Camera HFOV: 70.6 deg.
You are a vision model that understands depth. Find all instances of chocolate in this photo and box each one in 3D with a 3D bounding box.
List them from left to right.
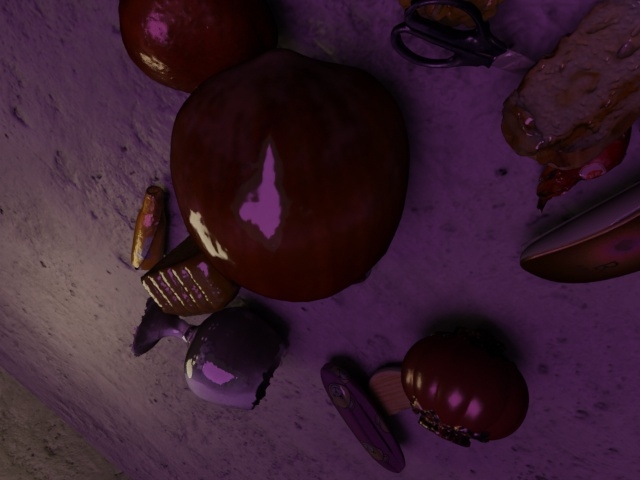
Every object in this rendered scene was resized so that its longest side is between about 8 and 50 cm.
[{"bbox_3d":[-0.404,-0.030,1.066,0.085,0.086,0.220,27,126,10],"label":"chocolate"}]

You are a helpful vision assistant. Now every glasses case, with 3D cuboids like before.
[{"bbox_3d":[0.100,0.419,1.066,0.317,0.075,0.123,58,162,-15],"label":"glasses case"}]

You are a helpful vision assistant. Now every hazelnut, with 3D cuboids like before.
[{"bbox_3d":[-0.040,-0.085,0.680,0.365,0.366,0.366,13,125,20],"label":"hazelnut"}]

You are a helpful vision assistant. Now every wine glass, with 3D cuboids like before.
[{"bbox_3d":[-0.254,0.250,1.067,0.322,0.238,0.238,27,128,8],"label":"wine glass"}]

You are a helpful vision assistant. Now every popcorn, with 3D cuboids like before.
[{"bbox_3d":[0.163,-0.329,0.559,0.145,0.126,0.126,36,111,25],"label":"popcorn"}]

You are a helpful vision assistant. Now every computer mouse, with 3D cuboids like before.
[{"bbox_3d":[0.430,-0.016,0.615,0.158,0.072,0.310,21,137,-33],"label":"computer mouse"}]

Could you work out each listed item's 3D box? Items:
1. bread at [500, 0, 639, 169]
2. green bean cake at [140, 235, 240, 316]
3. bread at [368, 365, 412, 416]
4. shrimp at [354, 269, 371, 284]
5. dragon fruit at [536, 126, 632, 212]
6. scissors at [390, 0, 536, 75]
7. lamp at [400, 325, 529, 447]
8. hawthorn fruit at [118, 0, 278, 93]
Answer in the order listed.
[{"bbox_3d":[0.317,-0.180,0.526,0.232,0.088,0.128,-43,71,0],"label":"bread"},{"bbox_3d":[-0.206,0.039,0.905,0.232,0.236,0.124,-15,114,36],"label":"green bean cake"},{"bbox_3d":[0.170,0.329,1.021,0.112,0.036,0.193,44,133,0],"label":"bread"},{"bbox_3d":[0.000,0.000,0.878,0.232,0.079,0.090,36,167,6],"label":"shrimp"},{"bbox_3d":[0.354,-0.107,0.620,0.094,0.094,0.191,21,134,14],"label":"dragon fruit"},{"bbox_3d":[0.235,-0.228,0.568,0.299,0.022,0.109,12,164,-13],"label":"scissors"},{"bbox_3d":[0.260,0.256,0.823,0.226,0.227,0.227,13,125,20],"label":"lamp"},{"bbox_3d":[-0.171,-0.320,0.687,0.260,0.224,0.224,30,132,-20],"label":"hawthorn fruit"}]
